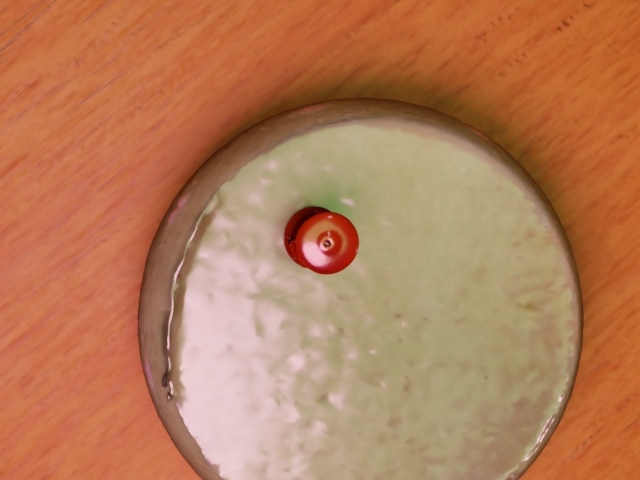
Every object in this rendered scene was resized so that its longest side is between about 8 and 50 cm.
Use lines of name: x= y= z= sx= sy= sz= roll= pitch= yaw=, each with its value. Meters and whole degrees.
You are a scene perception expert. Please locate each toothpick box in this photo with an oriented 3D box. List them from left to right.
toothpick box: x=0.000 y=0.000 z=1.444 sx=0.047 sy=0.083 sz=0.047 roll=0 pitch=93 yaw=-6

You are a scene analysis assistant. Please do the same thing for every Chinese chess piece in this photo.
Chinese chess piece: x=0.031 y=0.062 z=1.567 sx=0.349 sy=0.146 sz=0.349 roll=0 pitch=93 yaw=-7
